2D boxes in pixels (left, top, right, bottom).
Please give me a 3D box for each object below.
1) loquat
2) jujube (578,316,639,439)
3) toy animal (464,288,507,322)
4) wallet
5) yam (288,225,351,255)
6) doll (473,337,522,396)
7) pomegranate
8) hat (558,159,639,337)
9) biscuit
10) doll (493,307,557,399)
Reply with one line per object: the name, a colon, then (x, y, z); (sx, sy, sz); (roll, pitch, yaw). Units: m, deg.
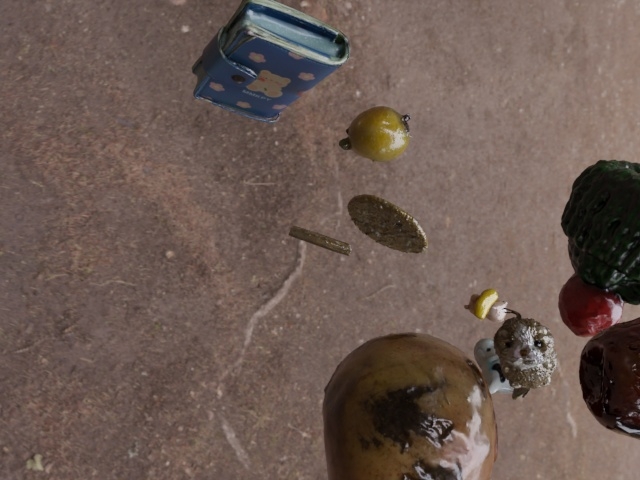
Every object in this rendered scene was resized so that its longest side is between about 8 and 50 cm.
loquat: (0.149, -0.286, 1.660); (0.172, 0.205, 0.149); (-66, 145, -68)
jujube: (0.473, 0.166, 0.743); (0.197, 0.291, 0.197); (-179, -90, -88)
toy animal: (0.468, 0.181, 1.731); (0.115, 0.082, 0.091); (14, 83, -20)
wallet: (-0.073, -0.214, 0.759); (0.141, 0.202, 0.059); (16, 74, -25)
yam: (0.000, 0.000, 1.382); (0.146, 0.032, 0.032); (19, 75, -1)
doll: (0.474, 0.331, 1.626); (0.180, 0.111, 0.106); (-86, 173, -70)
pomegranate: (0.140, 0.308, 0.981); (0.322, 0.322, 0.321); (-5, 96, -46)
hat: (0.560, 0.035, 1.117); (0.242, 0.274, 0.332); (-4, 122, -36)
biscuit: (0.157, -0.036, 1.437); (0.220, 0.220, 0.033); (49, 65, -37)
doll: (0.386, 0.220, 1.138); (0.114, 0.105, 0.221); (-87, 156, -46)
